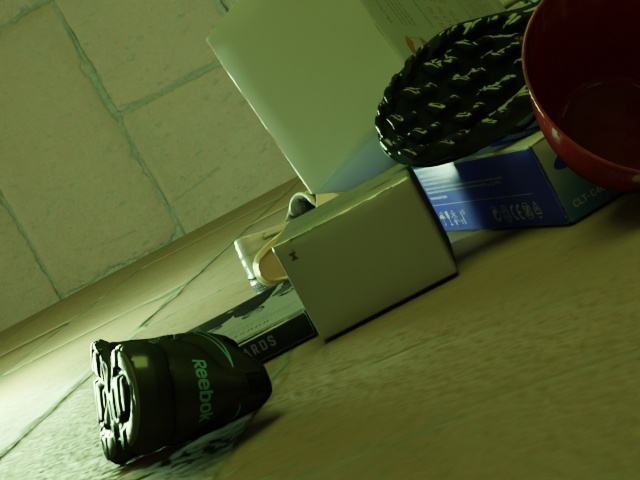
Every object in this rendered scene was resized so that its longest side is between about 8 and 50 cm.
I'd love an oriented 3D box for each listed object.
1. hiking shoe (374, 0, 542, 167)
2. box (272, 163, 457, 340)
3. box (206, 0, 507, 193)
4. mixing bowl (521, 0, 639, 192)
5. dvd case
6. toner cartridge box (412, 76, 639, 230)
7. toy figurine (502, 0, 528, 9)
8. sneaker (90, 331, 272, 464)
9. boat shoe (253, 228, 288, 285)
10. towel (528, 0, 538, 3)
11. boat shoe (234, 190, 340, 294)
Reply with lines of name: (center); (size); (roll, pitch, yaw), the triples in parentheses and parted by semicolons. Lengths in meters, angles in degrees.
hiking shoe: (0.191, -0.149, 1.064); (0.304, 0.113, 0.132); (-33, -25, 12)
box: (0.041, 0.004, 1.092); (0.130, 0.091, 0.170); (-27, 6, 8)
box: (0.083, -0.189, 1.351); (0.168, 0.215, 0.345); (-44, -20, 29)
mixing bowl: (0.231, -0.102, 0.913); (0.181, 0.181, 0.098); (-30, -22, -15)
dvd case: (-0.081, 0.093, 1.197); (0.179, 0.030, 0.239); (-28, 7, 7)
toner cartridge box: (0.201, -0.080, 1.145); (0.165, 0.075, 0.348); (-31, 7, -14)
toy figurine: (0.421, -0.306, 1.551); (0.217, 0.191, 0.362); (-14, 16, 47)
sneaker: (-0.116, 0.120, 0.958); (0.106, 0.101, 0.267); (-7, -1, -18)
boat shoe: (0.000, 0.000, 1.426); (0.170, 0.063, 0.059); (-28, 0, -3)
towel: (0.348, -0.347, 1.273); (0.336, 0.040, 0.243); (-41, 48, 2)
boat shoe: (-0.001, -0.026, 1.538); (0.095, 0.084, 0.258); (-22, 9, 46)
